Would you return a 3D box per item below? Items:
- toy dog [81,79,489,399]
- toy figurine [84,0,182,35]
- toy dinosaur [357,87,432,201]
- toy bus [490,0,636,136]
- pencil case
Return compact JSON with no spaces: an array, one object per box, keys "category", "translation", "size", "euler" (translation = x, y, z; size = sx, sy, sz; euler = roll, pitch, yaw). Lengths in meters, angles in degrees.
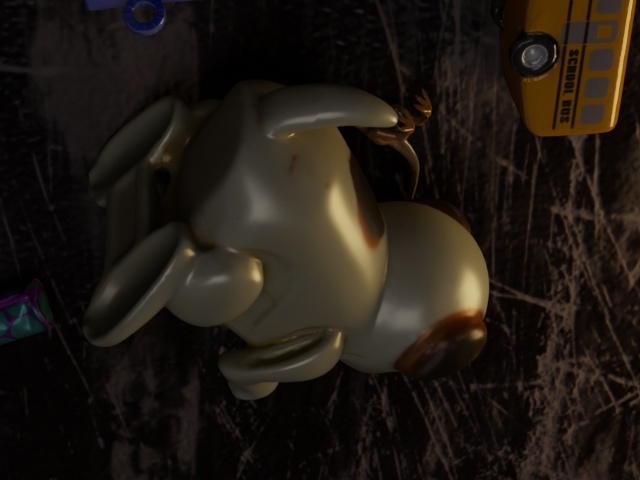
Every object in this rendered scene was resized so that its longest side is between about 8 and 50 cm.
[{"category":"toy dog","translation":[0.000,0.000,1.691],"size":[0.408,0.284,0.395],"euler":[29,119,-33]},{"category":"toy figurine","translation":[-0.138,-0.271,1.449],"size":[0.362,0.217,0.191],"euler":[-5,153,-4]},{"category":"toy dinosaur","translation":[0.074,-0.122,1.740],"size":[0.211,0.064,0.112],"euler":[33,148,-33]},{"category":"toy bus","translation":[0.252,-0.271,1.607],"size":[0.130,0.108,0.333],"euler":[-3,127,-6]},{"category":"pencil case","translation":[-0.388,0.091,1.820],"size":[0.151,0.064,0.070],"euler":[-16,153,3]}]
